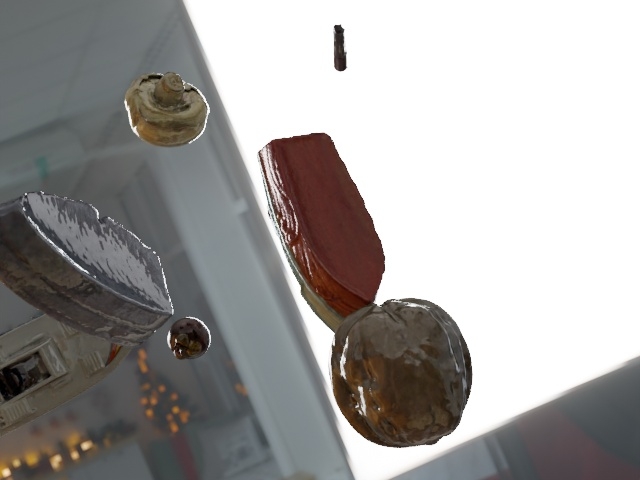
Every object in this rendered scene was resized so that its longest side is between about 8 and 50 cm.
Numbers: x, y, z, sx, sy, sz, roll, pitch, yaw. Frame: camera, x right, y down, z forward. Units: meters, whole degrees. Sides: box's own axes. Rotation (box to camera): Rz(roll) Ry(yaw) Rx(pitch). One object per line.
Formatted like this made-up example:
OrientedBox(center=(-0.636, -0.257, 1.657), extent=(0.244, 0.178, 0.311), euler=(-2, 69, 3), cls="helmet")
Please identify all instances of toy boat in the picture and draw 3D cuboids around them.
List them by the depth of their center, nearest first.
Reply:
OrientedBox(center=(-0.266, 0.027, 1.426), extent=(0.078, 0.127, 0.283), euler=(-29, -33, 17), cls="toy boat")
OrientedBox(center=(-0.368, 0.160, 1.896), extent=(0.295, 0.129, 0.088), euler=(-28, 1, -34), cls="toy boat")
OrientedBox(center=(0.000, 0.000, 2.054), extent=(0.145, 0.332, 0.133), euler=(-10, -26, -27), cls="toy boat")

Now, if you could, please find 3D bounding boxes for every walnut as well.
OrientedBox(center=(0.114, 0.189, 1.871), extent=(0.224, 0.224, 0.224), euler=(-24, 0, 0), cls="walnut")

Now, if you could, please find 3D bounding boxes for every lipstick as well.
OrientedBox(center=(0.031, -0.315, 2.175), extent=(0.027, 0.027, 0.176), euler=(-24, -12, -2), cls="lipstick")

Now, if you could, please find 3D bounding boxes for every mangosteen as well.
OrientedBox(center=(-0.242, 0.181, 2.432), extent=(0.081, 0.081, 0.081), euler=(-24, 0, 0), cls="mangosteen")

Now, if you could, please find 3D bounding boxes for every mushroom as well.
OrientedBox(center=(-0.263, -0.231, 2.277), extent=(0.154, 0.154, 0.122), euler=(-23, -33, -41), cls="mushroom")
